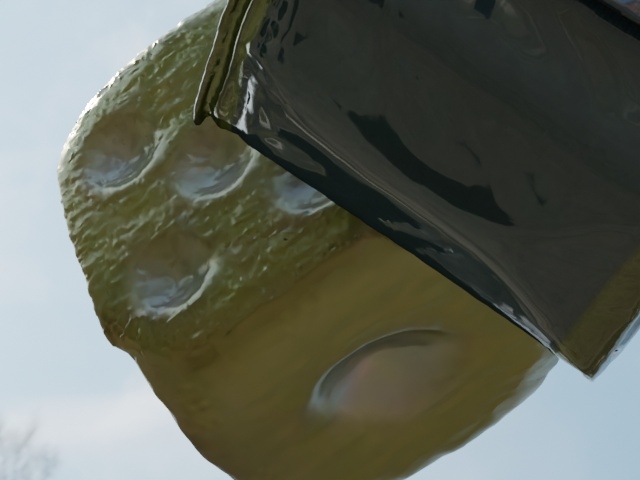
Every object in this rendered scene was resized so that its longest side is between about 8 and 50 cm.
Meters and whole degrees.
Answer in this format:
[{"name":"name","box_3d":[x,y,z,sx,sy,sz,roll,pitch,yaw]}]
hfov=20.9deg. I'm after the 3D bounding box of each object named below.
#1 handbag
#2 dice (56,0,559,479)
[{"name":"handbag","box_3d":[0.106,-0.106,0.818,0.241,0.263,0.222,33,-34,5]},{"name":"dice","box_3d":[0.000,0.000,1.047,0.227,0.233,0.238,-34,-37,10]}]
